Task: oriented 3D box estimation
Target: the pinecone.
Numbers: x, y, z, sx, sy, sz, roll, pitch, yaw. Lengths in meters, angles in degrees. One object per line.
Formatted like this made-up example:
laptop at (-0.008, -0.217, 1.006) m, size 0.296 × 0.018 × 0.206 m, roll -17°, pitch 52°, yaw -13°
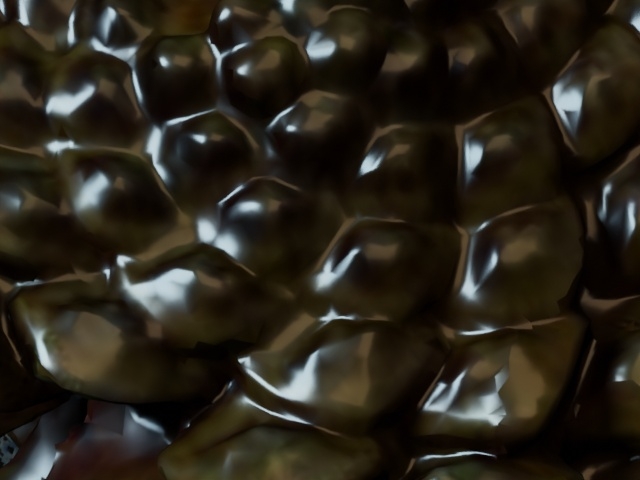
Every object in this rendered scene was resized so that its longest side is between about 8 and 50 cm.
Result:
pinecone at (0.000, 0.000, 0.512) m, size 0.384 × 0.384 × 0.384 m, roll 0°, pitch 52°, yaw 0°
